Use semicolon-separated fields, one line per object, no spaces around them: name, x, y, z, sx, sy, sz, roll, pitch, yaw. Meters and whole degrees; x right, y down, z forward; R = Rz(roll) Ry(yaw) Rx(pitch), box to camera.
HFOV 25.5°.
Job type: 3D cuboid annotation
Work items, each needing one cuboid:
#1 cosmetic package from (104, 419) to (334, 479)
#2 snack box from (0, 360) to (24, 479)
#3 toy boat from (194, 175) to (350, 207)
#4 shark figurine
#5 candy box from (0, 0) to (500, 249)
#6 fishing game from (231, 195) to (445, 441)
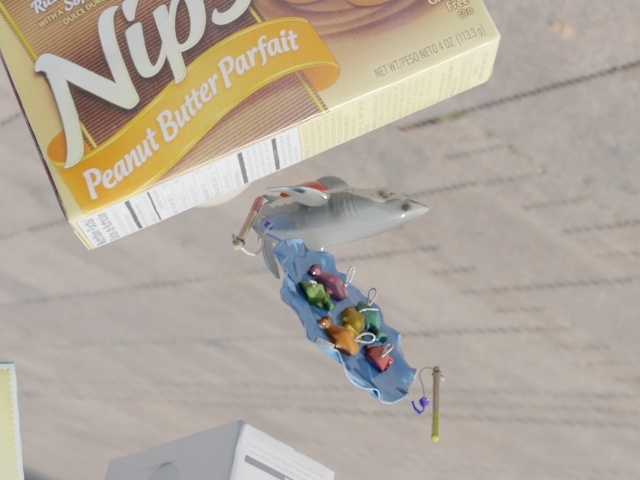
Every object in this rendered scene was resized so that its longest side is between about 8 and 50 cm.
cosmetic package;-0.122;0.326;1.407;0.138;0.225;0.224;34;142;-31
snack box;-0.337;0.264;1.161;0.187;0.322;0.060;0;164;-26
toy boat;-0.099;-0.131;2.062;0.318;0.267;0.148;40;-157;20
shark figurine;-0.027;0.002;1.574;0.166;0.116;0.278;2;174;-34
candy box;-0.057;-0.143;0.987;0.316;0.183;0.087;-24;166;-4
fishing game;0.027;0.066;1.286;0.264;0.041;0.189;46;-161;-9
